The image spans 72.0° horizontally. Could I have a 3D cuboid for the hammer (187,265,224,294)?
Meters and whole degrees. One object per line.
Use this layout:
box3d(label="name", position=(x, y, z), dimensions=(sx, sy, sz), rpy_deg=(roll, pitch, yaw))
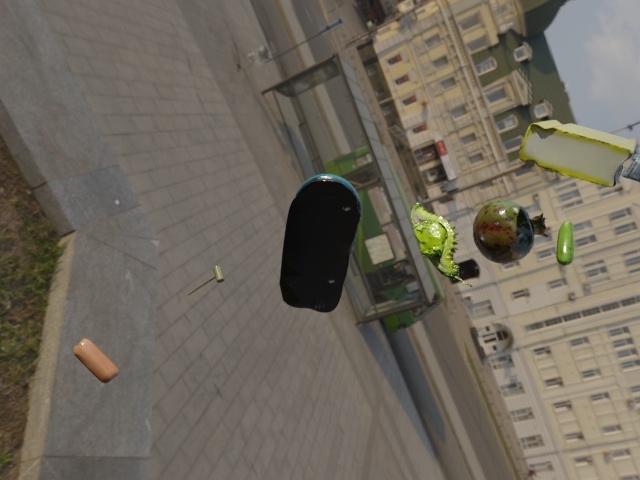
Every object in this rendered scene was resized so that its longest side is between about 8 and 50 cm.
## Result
box3d(label="hammer", position=(-0.276, 0.102, 1.045), dimensions=(0.019, 0.110, 0.036), rpy_deg=(29, 34, -59))

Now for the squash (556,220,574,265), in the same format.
box3d(label="squash", position=(0.390, 0.002, 0.701), dimensions=(0.027, 0.027, 0.089), rpy_deg=(55, 45, -40))

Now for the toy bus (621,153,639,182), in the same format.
box3d(label="toy bus", position=(0.946, -0.209, 1.301), dimensions=(0.075, 0.064, 0.190), rpy_deg=(33, 30, 24))

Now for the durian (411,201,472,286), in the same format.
box3d(label="durian", position=(0.382, -0.002, 1.442), dimensions=(0.107, 0.132, 0.375), rpy_deg=(66, 5, -51))

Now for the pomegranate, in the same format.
box3d(label="pomegranate", position=(0.359, -0.018, 0.850), dimensions=(0.130, 0.130, 0.130), rpy_deg=(56, 22, -37))

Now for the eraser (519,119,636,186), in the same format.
box3d(label="eraser", position=(0.450, -0.159, 0.770), dimensions=(0.226, 0.158, 0.069), rpy_deg=(-22, 130, -51))

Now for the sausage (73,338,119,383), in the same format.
box3d(label="sausage", position=(-0.371, 0.200, 0.730), dimensions=(0.083, 0.034, 0.034), rpy_deg=(49, 20, -6))

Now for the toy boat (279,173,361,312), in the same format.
box3d(label="toy boat", position=(0.000, 0.000, 0.881), dimensions=(0.092, 0.134, 0.299), rpy_deg=(-72, 175, -60))
